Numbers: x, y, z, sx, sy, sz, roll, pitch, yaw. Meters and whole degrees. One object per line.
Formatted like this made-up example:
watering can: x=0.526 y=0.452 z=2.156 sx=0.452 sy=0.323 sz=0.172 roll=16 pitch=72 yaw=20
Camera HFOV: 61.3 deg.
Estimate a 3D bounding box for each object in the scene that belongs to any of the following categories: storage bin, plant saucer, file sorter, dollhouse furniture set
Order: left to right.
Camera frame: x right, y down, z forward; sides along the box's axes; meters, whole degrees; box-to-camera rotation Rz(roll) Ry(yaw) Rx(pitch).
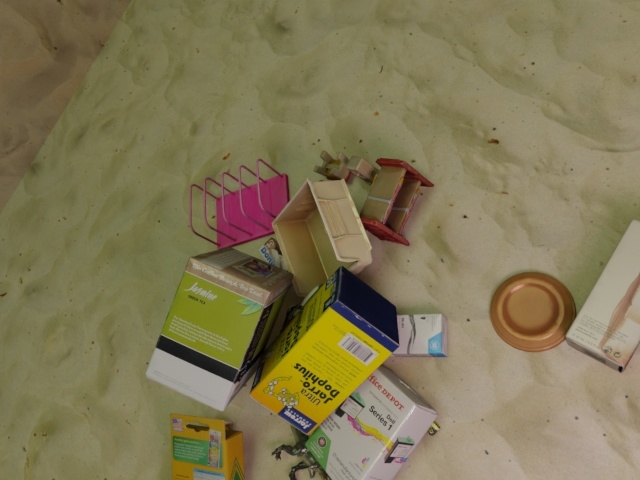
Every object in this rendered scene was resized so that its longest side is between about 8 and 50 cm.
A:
file sorter: x=-0.271 y=-0.122 z=1.784 sx=0.290 sy=0.182 sz=0.202 roll=-17 pitch=64 yaw=23
storage bin: x=0.000 y=0.000 z=1.525 sx=0.262 sy=0.123 sz=0.261 roll=-45 pitch=60 yaw=52
dollhouse furniture set: x=0.125 y=-0.134 z=1.615 sx=0.374 sy=0.152 sz=0.201 roll=18 pitch=80 yaw=51
plant saucer: x=0.513 y=0.170 z=1.319 sx=0.199 sy=0.037 sz=0.200 roll=-11 pitch=65 yaw=26

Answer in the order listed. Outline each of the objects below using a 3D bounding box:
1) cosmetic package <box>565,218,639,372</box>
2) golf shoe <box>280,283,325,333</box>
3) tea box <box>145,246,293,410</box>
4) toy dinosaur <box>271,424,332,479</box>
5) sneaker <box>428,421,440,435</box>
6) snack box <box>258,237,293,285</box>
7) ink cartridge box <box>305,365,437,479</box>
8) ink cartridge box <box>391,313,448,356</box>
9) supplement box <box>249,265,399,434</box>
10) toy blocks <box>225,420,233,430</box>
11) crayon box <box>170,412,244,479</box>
cosmetic package: x=0.670 y=0.125 z=1.182 sx=0.129 sy=0.153 sz=0.296 roll=29 pitch=88 yaw=32
golf shoe: x=-0.051 y=0.212 z=1.537 sx=0.273 sy=0.105 sz=0.120 roll=-60 pitch=40 yaw=26
tea box: x=-0.247 y=0.211 z=1.425 sx=0.219 sy=0.329 sz=0.324 roll=23 pitch=96 yaw=5
toy dinosaur: x=-0.058 y=0.580 z=1.468 sx=0.118 sy=0.064 sz=0.268 roll=-42 pitch=54 yaw=1
sneaker: x=0.257 y=0.455 z=1.353 sx=0.083 sy=0.031 sz=0.035 roll=33 pitch=90 yaw=34
snack box: x=-0.132 y=0.072 z=1.727 sx=0.064 sy=0.022 sz=0.178 roll=-44 pitch=57 yaw=9
ink cartridge box: x=0.123 y=0.472 z=1.348 sx=0.278 sy=0.117 sz=0.201 roll=-55 pitch=42 yaw=0
ink cartridge box: x=0.240 y=0.252 z=1.425 sx=0.180 sy=0.060 sz=0.104 roll=-7 pitch=68 yaw=27
supplement box: x=0.011 y=0.279 z=1.374 sx=0.356 sy=0.195 sz=0.194 roll=-50 pitch=10 yaw=20
toy blocks: x=-0.287 y=0.624 z=1.579 sx=0.123 sy=0.054 sz=0.148 roll=-34 pitch=59 yaw=13
crayon box: x=-0.316 y=0.646 z=1.516 sx=0.203 sy=0.083 sz=0.323 roll=-3 pitch=88 yaw=28
